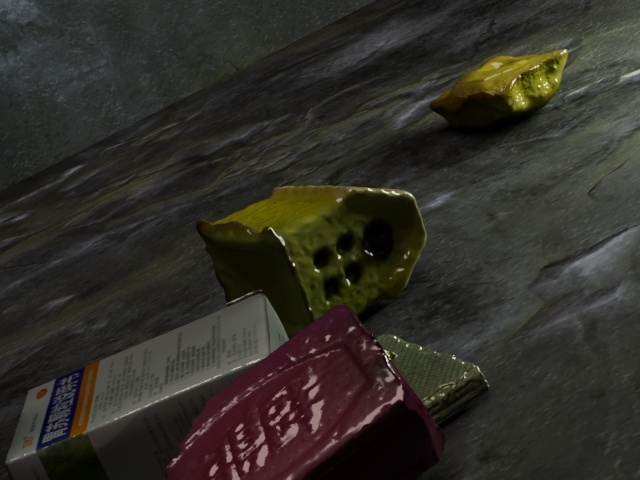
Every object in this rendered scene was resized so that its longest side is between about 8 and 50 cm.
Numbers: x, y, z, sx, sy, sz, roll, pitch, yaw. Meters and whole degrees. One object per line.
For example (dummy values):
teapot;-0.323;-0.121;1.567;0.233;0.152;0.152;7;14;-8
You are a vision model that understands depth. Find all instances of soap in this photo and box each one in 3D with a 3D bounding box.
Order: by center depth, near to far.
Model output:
soap;-0.025;0.193;1.331;0.250;0.099;0.162;-38;40;-1

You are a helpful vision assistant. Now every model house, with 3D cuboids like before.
model house;0.000;0.000;1.835;0.234;0.175;0.193;-36;21;-28

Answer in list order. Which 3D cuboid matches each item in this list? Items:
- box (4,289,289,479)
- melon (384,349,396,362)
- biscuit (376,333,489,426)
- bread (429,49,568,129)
box;-0.172;0.185;1.622;0.299;0.106;0.200;-24;17;4
melon;0.036;0.180;1.426;0.114;0.053;0.262;-24;33;5
biscuit;0.072;0.148;1.529;0.121;0.041;0.199;-29;19;-21
bread;0.277;-0.229;2.326;0.160;0.088;0.233;-24;14;-20
